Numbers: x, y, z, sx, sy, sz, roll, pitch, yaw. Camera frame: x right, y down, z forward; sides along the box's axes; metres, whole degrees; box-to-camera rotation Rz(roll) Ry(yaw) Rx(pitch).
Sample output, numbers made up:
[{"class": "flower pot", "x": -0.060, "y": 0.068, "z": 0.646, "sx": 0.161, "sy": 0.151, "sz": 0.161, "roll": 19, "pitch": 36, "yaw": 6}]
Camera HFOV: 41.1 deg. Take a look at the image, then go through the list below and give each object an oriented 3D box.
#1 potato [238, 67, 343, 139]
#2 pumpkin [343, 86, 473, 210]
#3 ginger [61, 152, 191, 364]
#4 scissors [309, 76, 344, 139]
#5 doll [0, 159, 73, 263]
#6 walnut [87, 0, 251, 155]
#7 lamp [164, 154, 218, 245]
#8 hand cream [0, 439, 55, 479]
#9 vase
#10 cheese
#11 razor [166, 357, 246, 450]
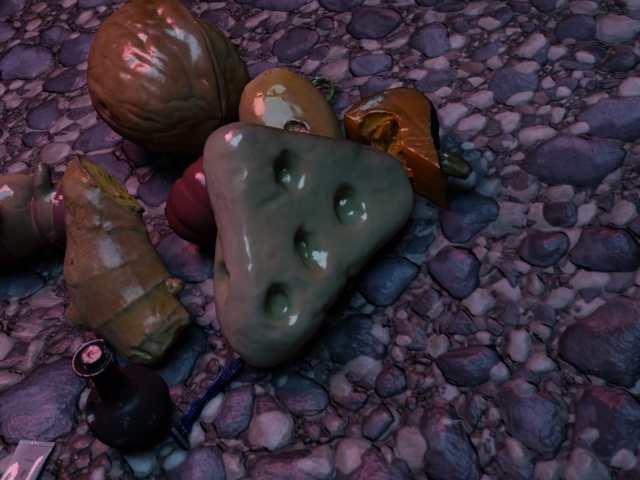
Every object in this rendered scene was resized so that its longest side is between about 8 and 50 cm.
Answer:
[{"class": "potato", "x": -0.047, "y": -0.188, "z": 1.451, "sx": 0.150, "sy": 0.146, "sz": 0.234, "roll": -33, "pitch": 66, "yaw": 22}, {"class": "pumpkin", "x": 0.158, "y": -0.163, "z": 1.390, "sx": 0.126, "sy": 0.131, "sz": 0.248, "roll": -38, "pitch": 53, "yaw": -17}, {"class": "ginger", "x": -0.315, "y": 0.025, "z": 1.303, "sx": 0.190, "sy": 0.126, "sz": 0.354, "roll": -20, "pitch": 76, "yaw": 11}, {"class": "scissors", "x": 0.004, "y": -0.222, "z": 1.547, "sx": 0.101, "sy": 0.027, "sz": 0.204, "roll": -25, "pitch": 50, "yaw": -2}, {"class": "doll", "x": -0.486, "y": -0.049, "z": 1.432, "sx": 0.256, "sy": 0.196, "sz": 0.152, "roll": -9, "pitch": 30, "yaw": -1}, {"class": "walnut", "x": -0.269, "y": -0.285, "z": 1.522, "sx": 0.313, "sy": 0.277, "sz": 0.252, "roll": 42, "pitch": 102, "yaw": 33}, {"class": "lamp", "x": -0.160, "y": -0.065, "z": 1.370, "sx": 0.140, "sy": 0.182, "sz": 0.182, "roll": 45, "pitch": 68, "yaw": 2}, {"class": "hand cream", "x": -0.430, "y": 0.368, "z": 1.164, "sx": 0.052, "sy": 0.038, "sz": 0.216, "roll": 19, "pitch": 49, "yaw": -5}, {"class": "vase", "x": -0.276, "y": 0.203, "z": 1.158, "sx": 0.120, "sy": 0.183, "sz": 0.120, "roll": -7, "pitch": 48, "yaw": 8}, {"class": "cheese", "x": 0.000, "y": 0.000, "z": 1.279, "sx": 0.328, "sy": 0.129, "sz": 0.351, "roll": -4, "pitch": 84, "yaw": -29}, {"class": "razor", "x": -0.161, "y": 0.223, "z": 1.212, "sx": 0.028, "sy": 0.044, "sz": 0.154, "roll": 1, "pitch": 43, "yaw": 50}]
